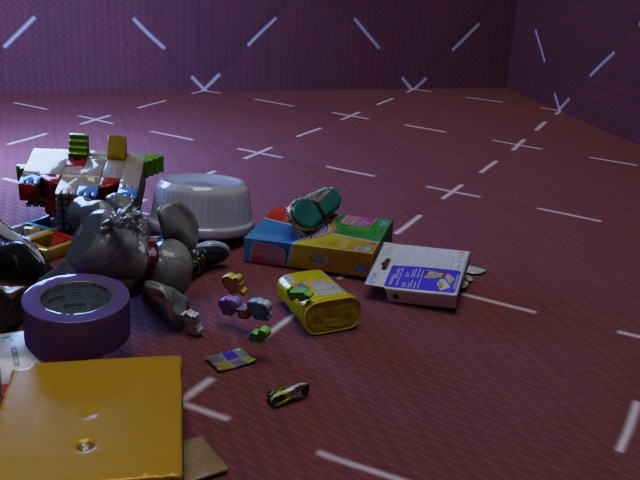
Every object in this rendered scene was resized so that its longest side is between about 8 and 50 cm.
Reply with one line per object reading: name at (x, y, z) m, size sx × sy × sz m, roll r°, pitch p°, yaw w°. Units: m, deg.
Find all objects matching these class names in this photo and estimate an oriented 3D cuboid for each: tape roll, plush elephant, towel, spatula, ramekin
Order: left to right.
tape roll at (-0.441, 0.136, 1.572) m, size 0.189 × 0.080 × 0.189 m, roll 4°, pitch 23°, yaw -2°
plush elephant at (-0.377, 0.042, 1.773) m, size 0.330 × 0.255 × 0.272 m, roll -20°, pitch 47°, yaw 41°
ramekin at (-0.301, -0.092, 2.203) m, size 0.272 × 0.127 × 0.273 m, roll 3°, pitch 14°, yaw -1°
towel at (-0.169, 0.223, 1.625) m, size 0.083 × 0.009 × 0.060 m, roll -10°, pitch 24°, yaw -30°
spatula at (0.256, 0.064, 2.080) m, size 0.242 × 0.019 × 0.168 m, roll 15°, pitch 25°, yaw 26°

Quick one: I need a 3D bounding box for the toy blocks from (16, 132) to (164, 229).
toy blocks at (-0.597, -0.127, 2.185) m, size 0.381 × 0.191 × 0.261 m, roll 2°, pitch 32°, yaw -6°

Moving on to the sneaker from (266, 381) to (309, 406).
sneaker at (-0.057, 0.262, 1.512) m, size 0.083 × 0.031 × 0.035 m, roll -13°, pitch 26°, yaw -35°

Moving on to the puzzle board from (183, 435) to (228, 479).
puzzle board at (-0.218, 0.341, 1.314) m, size 0.128 × 0.011 × 0.096 m, roll -11°, pitch 27°, yaw -31°

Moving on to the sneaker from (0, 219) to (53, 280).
sneaker at (-0.705, 0.045, 1.923) m, size 0.283 × 0.107 × 0.124 m, roll 27°, pitch 59°, yaw 33°

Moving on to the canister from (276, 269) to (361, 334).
canister at (-0.008, 0.124, 1.815) m, size 0.126 × 0.073 × 0.170 m, roll -8°, pitch 22°, yaw -22°

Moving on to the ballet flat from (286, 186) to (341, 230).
ballet flat at (-0.029, -0.069, 2.135) m, size 0.077 × 0.091 × 0.241 m, roll -22°, pitch 2°, yaw 33°

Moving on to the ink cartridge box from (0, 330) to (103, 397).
ink cartridge box at (-0.472, 0.222, 1.527) m, size 0.181 × 0.056 × 0.224 m, roll -7°, pitch 22°, yaw -23°

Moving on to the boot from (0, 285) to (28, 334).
boot at (-0.690, 0.122, 1.635) m, size 0.203 × 0.095 × 0.262 m, roll 4°, pitch 3°, yaw 2°

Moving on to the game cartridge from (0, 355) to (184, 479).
game cartridge at (-0.354, 0.288, 1.342) m, size 0.285 × 0.053 × 0.324 m, roll -2°, pitch 24°, yaw -8°

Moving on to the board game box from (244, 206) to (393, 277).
board game box at (0.000, 0.000, 2.131) m, size 0.316 × 0.064 × 0.242 m, roll 7°, pitch 22°, yaw 13°

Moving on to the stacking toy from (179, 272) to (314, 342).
stacking toy at (-0.148, 0.129, 1.717) m, size 0.221 × 0.052 × 0.167 m, roll 4°, pitch 31°, yaw 34°

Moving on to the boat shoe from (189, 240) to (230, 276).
boat shoe at (-0.287, 0.053, 1.981) m, size 0.183 × 0.065 × 0.083 m, roll -8°, pitch 33°, yaw -22°

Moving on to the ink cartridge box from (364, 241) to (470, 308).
ink cartridge box at (0.222, 0.076, 1.970) m, size 0.208 × 0.045 × 0.206 m, roll 7°, pitch 30°, yaw 15°

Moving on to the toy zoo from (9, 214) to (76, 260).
toy zoo at (-0.653, -0.013, 2.127) m, size 0.192 × 0.030 × 0.293 m, roll 16°, pitch 25°, yaw 30°

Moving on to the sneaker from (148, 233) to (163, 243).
sneaker at (-0.403, 0.027, 2.022) m, size 0.221 × 0.083 × 0.087 m, roll -5°, pitch 9°, yaw -33°
